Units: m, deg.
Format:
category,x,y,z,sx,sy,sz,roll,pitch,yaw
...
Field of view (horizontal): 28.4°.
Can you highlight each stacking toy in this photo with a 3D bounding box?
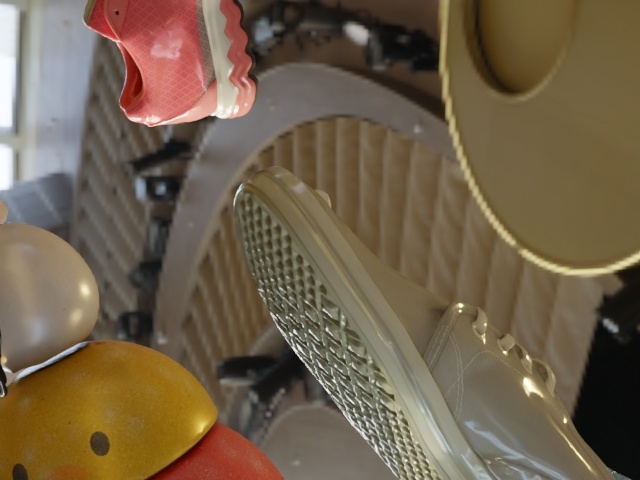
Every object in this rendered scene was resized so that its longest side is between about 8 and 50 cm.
category,x,y,z,sx,sy,sz,roll,pitch,yaw
stacking toy,-0.181,0.210,1.069,0.479,0.351,0.351,63,-24,-8

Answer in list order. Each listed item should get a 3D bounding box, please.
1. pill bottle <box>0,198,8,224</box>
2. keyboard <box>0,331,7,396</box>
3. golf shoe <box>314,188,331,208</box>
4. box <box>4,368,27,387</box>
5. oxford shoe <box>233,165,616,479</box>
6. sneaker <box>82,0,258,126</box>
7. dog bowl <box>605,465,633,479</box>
category,x,y,z,sx,sy,sz,roll,pitch,yaw
pill bottle,-0.362,-0.063,1.094,0.180,0.108,0.108,51,-9,-28
keyboard,-0.266,0.105,0.808,0.033,0.201,0.317,22,-43,17
golf shoe,0.000,0.000,1.938,0.086,0.067,0.186,-30,-133,48
box,-0.390,0.181,1.455,0.087,0.290,0.169,4,-105,45
oxford shoe,0.100,0.113,0.940,0.449,0.130,0.169,50,-15,-12
sneaker,-0.144,-0.232,1.095,0.116,0.136,0.313,-127,-156,-56
dog bowl,0.372,0.406,1.527,0.297,0.074,0.166,-94,-159,-59
